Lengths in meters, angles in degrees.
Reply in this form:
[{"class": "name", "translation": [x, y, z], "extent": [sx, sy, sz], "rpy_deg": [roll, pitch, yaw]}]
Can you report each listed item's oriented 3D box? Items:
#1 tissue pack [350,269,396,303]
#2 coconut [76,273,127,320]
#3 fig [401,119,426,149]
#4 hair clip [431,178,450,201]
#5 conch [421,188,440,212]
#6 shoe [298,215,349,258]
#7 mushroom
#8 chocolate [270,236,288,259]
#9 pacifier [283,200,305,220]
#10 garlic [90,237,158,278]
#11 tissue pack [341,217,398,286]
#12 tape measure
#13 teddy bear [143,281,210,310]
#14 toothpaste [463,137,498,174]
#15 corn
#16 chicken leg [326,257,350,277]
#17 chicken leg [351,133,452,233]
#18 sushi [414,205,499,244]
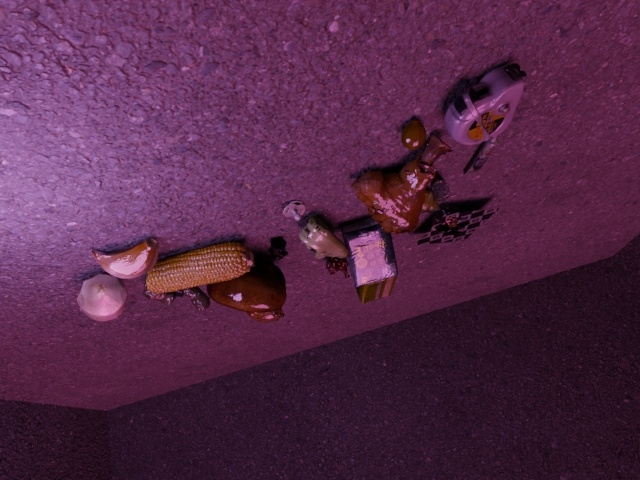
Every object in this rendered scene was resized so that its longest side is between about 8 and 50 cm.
[{"class": "tissue pack", "translation": [0.232, 0.136, 2.181], "extent": [0.168, 0.200, 0.274], "rpy_deg": [-16, 156, -5]}, {"class": "coconut", "translation": [-0.775, 0.198, 1.726], "extent": [0.171, 0.170, 0.183], "rpy_deg": [-8, 157, -18]}, {"class": "fig", "translation": [0.273, -0.310, 1.415], "extent": [0.074, 0.074, 0.087], "rpy_deg": [-9, 128, -17]}, {"class": "hair clip", "translation": [0.444, -0.194, 1.810], "extent": [0.066, 0.036, 0.229], "rpy_deg": [-18, 162, 14]}, {"class": "conch", "translation": [0.378, -0.152, 1.825], "extent": [0.095, 0.079, 0.201], "rpy_deg": [-46, 138, 17]}, {"class": "shoe", "translation": [0.006, -0.005, 1.832], "extent": [0.128, 0.140, 0.262], "rpy_deg": [-30, 149, 6]}, {"class": "mushroom", "translation": [-0.271, 0.219, 1.931], "extent": [0.346, 0.259, 0.345], "rpy_deg": [5, -171, -1]}, {"class": "chocolate", "translation": [-0.162, 0.042, 1.900], "extent": [0.072, 0.070, 0.147], "rpy_deg": [-9, 151, -4]}, {"class": "pacifier", "translation": [-0.081, -0.097, 1.652], "extent": [0.083, 0.064, 0.068], "rpy_deg": [4, 131, -39]}, {"class": "garlic", "translation": [-0.631, 0.072, 1.603], "extent": [0.207, 0.115, 0.128], "rpy_deg": [-10, 162, -8]}, {"class": "tissue pack", "translation": [0.199, 0.045, 1.941], "extent": [0.186, 0.081, 0.256], "rpy_deg": [-16, 116, -3]}, {"class": "tape measure", "translation": [0.447, -0.356, 1.360], "extent": [0.197, 0.120, 0.236], "rpy_deg": [-21, 151, -4]}, {"class": "teddy bear", "translation": [-0.550, 0.188, 1.885], "extent": [0.252, 0.129, 0.182], "rpy_deg": [10, 178, -18]}, {"class": "toothpaste", "translation": [0.556, -0.292, 1.672], "extent": [0.060, 0.037, 0.233], "rpy_deg": [-10, 158, -9]}, {"class": "corn", "translation": [-0.433, 0.095, 1.754], "extent": [0.388, 0.143, 0.144], "rpy_deg": [-11, 156, -4]}, {"class": "chicken leg", "translation": [0.085, 0.120, 2.214], "extent": [0.205, 0.053, 0.093], "rpy_deg": [17, 95, -48]}, {"class": "chicken leg", "translation": [0.256, -0.182, 1.598], "extent": [0.295, 0.181, 0.409], "rpy_deg": [12, 138, -21]}, {"class": "sushi", "translation": [0.579, -0.078, 2.117], "extent": [0.293, 0.059, 0.294], "rpy_deg": [-5, 153, -22]}]
